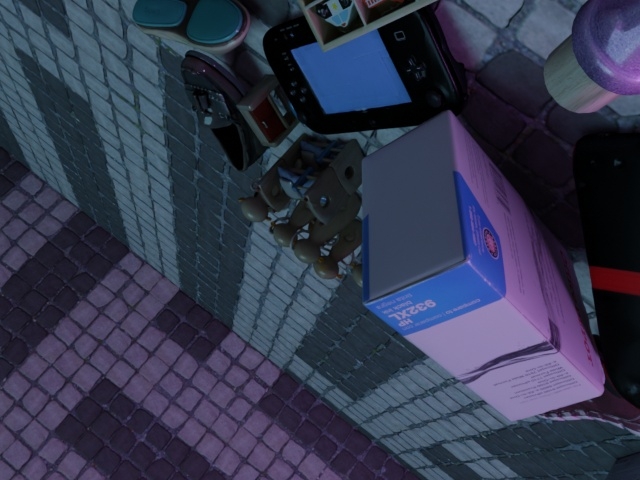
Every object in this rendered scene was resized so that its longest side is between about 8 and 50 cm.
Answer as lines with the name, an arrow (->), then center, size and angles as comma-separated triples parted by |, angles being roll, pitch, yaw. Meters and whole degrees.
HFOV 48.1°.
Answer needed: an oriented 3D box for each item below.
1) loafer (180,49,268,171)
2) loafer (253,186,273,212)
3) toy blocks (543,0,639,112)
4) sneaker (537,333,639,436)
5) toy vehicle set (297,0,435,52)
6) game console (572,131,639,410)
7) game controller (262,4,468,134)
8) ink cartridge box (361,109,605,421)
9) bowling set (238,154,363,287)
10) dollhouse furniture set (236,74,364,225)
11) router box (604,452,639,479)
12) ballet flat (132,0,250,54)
loafer -> -0.152, -0.196, 1.151 | 0.096, 0.084, 0.267 | 25, 169, 26
loafer -> -0.108, -0.089, 1.411 | 0.056, 0.050, 0.148 | 38, 159, 4
toy blocks -> 0.296, -0.128, 0.292 | 0.288, 0.309, 0.260 | 36, 165, -2
sneaker -> 0.404, 0.201, 1.105 | 0.281, 0.106, 0.162 | 0, 131, 45
toy vehicle set -> 0.047, -0.298, 0.701 | 0.267, 0.035, 0.166 | -3, 120, 59
game console -> 0.436, 0.057, 0.684 | 0.386, 0.060, 0.342 | 9, 119, 52
game controller -> 0.043, -0.214, 0.893 | 0.319, 0.067, 0.166 | 5, 141, 54
ink cartridge box -> 0.187, 0.039, 0.832 | 0.129, 0.223, 0.307 | -28, 130, 29
bowling set -> 0.000, 0.000, 1.267 | 0.287, 0.154, 0.200 | 37, 158, 9
dollhouse furniture set -> -0.039, -0.137, 1.092 | 0.129, 0.129, 0.184 | 15, 148, 46
router box -> 0.675, 0.468, 1.191 | 0.301, 0.082, 0.335 | 35, 158, 11
ballet flat -> -0.174, -0.316, 1.053 | 0.248, 0.086, 0.086 | 25, 155, 36
